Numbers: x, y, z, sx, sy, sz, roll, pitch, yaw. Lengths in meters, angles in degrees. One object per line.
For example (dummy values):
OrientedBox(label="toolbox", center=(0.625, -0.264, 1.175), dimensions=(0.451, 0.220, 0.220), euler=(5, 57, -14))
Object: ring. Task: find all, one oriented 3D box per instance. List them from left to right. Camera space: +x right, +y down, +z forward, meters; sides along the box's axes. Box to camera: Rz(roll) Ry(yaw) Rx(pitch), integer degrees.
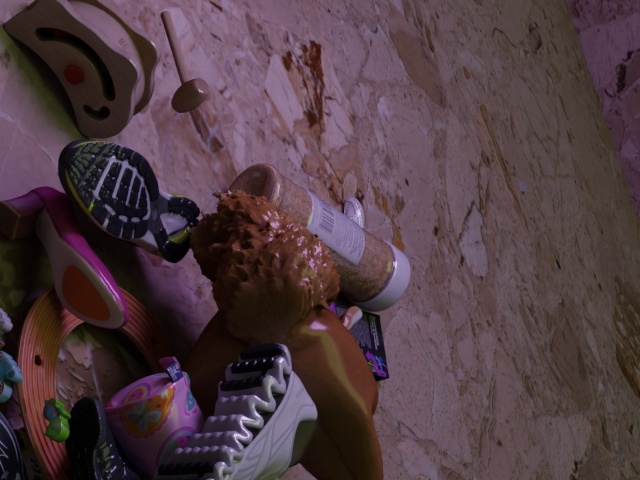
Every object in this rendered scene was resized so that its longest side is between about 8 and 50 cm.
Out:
OrientedBox(label="ring", center=(-0.268, 0.208, 1.544), dimensions=(0.336, 0.032, 0.336), euler=(44, 35, -43))

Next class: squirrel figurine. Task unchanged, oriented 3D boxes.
OrientedBox(label="squirrel figurine", center=(-0.043, 0.123, 1.664), dimensions=(0.370, 0.281, 0.396), euler=(-54, 141, -74))

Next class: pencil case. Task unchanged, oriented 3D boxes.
OrientedBox(label="pencil case", center=(-0.155, 0.287, 1.470), dimensions=(0.124, 0.124, 0.284), euler=(-37, 104, -56))

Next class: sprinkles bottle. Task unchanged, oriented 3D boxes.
OrientedBox(label="sprinkles bottle", center=(0.000, 0.000, 1.999), dimensions=(0.355, 0.121, 0.121), euler=(33, 47, -42))

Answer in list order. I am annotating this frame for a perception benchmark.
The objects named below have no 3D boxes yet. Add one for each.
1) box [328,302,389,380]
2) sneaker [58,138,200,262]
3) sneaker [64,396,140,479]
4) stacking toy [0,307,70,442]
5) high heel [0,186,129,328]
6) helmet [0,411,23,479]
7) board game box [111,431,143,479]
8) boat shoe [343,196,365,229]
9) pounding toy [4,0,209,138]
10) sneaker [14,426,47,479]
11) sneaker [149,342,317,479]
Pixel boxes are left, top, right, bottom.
OrientedBox(label="box", center=(0.053, 0.172, 2.061), dimensions=(0.162, 0.029, 0.116), euler=(17, 59, -49))
OrientedBox(label="sneaker", center=(-0.270, -0.051, 1.594), dimensions=(0.111, 0.121, 0.300), euler=(-69, 157, -14))
OrientedBox(label="sneaker", center=(-0.240, 0.266, 1.381), dimensions=(0.089, 0.051, 0.170), euler=(33, 44, -59))
OrientedBox(label="stacking toy", center=(-0.369, 0.122, 1.329), dimensions=(0.221, 0.052, 0.167), euler=(48, -1, 32))
OrientedBox(label="high heel", center=(-0.294, 0.018, 1.526), dimensions=(0.244, 0.082, 0.117), euler=(36, 30, 26))
OrientedBox(label="helmet", center=(-0.396, 0.230, 1.271), dimensions=(0.169, 0.170, 0.161), euler=(-45, 126, -55))
OrientedBox(label="board game box", center=(-0.247, 0.293, 1.452), dimensions=(0.169, 0.033, 0.133), euler=(34, 38, -58))
OrientedBox(label="boat shoe", center=(0.056, -0.031, 2.180), dimensions=(0.035, 0.035, 0.100), euler=(6, 73, -57))
OrientedBox(label="pounding toy", center=(-0.293, -0.252, 1.717), dimensions=(0.269, 0.154, 0.155), euler=(40, 38, -7))
OrientedBox(label="sneaker", center=(-0.335, 0.256, 1.447), dimensions=(0.035, 0.031, 0.083), euler=(-28, 95, -58))
OrientedBox(label="sneaker", center=(-0.097, 0.253, 1.382), dimensions=(0.118, 0.110, 0.292), euler=(56, 52, -26))
